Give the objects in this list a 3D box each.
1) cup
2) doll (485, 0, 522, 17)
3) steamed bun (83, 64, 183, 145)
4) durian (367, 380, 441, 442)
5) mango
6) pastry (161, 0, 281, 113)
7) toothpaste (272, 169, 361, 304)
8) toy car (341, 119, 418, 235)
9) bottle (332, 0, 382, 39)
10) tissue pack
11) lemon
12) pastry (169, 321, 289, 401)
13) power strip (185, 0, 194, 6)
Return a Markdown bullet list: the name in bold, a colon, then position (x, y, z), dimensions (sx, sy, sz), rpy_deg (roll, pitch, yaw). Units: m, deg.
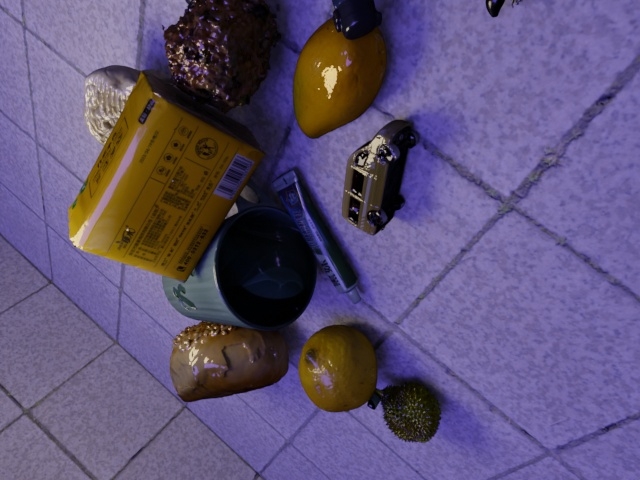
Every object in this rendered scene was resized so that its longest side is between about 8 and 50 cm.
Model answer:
- **cup**: position (-0.227, 0.048, 1.354), dimensions (0.310, 0.401, 0.392), rpy_deg (28, 155, -35)
- **doll**: position (0.238, -0.446, 0.741), dimensions (0.219, 0.067, 0.091), rpy_deg (53, 140, 2)
- **steamed bun**: position (-0.446, -0.317, 1.287), dimensions (0.288, 0.203, 0.276), rpy_deg (20, 124, 1)
- **durian**: position (0.248, 0.475, 1.355), dimensions (0.198, 0.146, 0.159), rpy_deg (2, 124, 53)
- **mango**: position (0.028, -0.319, 0.969), dimensions (0.176, 0.119, 0.317), rpy_deg (47, 143, 2)
- **pastry**: position (-0.189, -0.378, 0.993), dimensions (0.193, 0.274, 0.275), rpy_deg (51, 139, 16)
- **toothpaste**: position (0.000, 0.000, 1.259), dimensions (0.098, 0.061, 0.392), rpy_deg (-22, 104, 48)
- **toy car**: position (0.117, -0.141, 1.034), dimensions (0.124, 0.101, 0.257), rpy_deg (28, 135, 25)
- **bottle**: position (0.038, -0.465, 0.815), dimensions (0.082, 0.072, 0.245), rpy_deg (-15, 87, 3)
- **tissue pack**: position (-0.354, -0.137, 1.118), dimensions (0.382, 0.293, 0.228), rpy_deg (-56, 39, 13)
- **lemon**: position (0.050, 0.364, 1.362), dimensions (0.228, 0.228, 0.254), rpy_deg (14, 132, 31)
- **pastry**: position (-0.295, 0.370, 1.565), dimensions (0.409, 0.409, 0.245), rpy_deg (-33, 62, 47)
- **power strip**: position (-0.252, -0.603, 0.999), dimensions (0.251, 0.092, 0.257), rpy_deg (-29, 96, 50)
